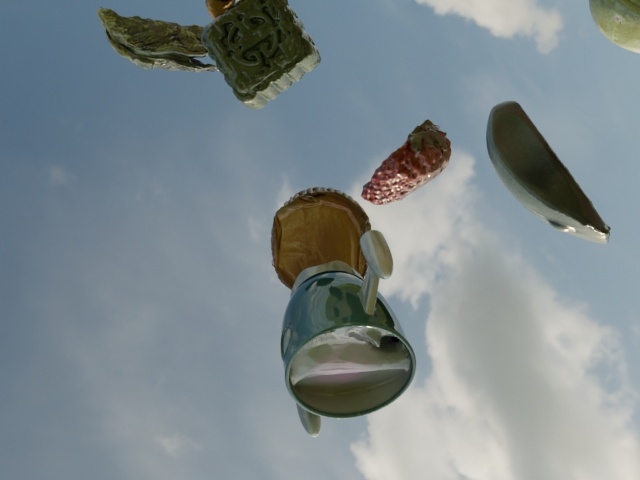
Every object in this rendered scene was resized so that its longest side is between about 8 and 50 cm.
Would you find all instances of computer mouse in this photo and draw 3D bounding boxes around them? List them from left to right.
[{"bbox_3d":[0.418,-0.120,1.321,0.203,0.114,0.373,37,-156,-42],"label":"computer mouse"}]

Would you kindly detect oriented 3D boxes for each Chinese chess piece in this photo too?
[{"bbox_3d":[0.623,-0.463,1.250,0.101,0.250,0.250,64,-172,-68],"label":"Chinese chess piece"}]

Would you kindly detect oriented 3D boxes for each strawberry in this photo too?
[{"bbox_3d":[0.269,-0.211,2.103,0.149,0.336,0.265,43,-137,1],"label":"strawberry"}]

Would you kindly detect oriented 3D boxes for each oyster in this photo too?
[{"bbox_3d":[-0.396,-0.497,1.729,0.351,0.162,0.158,15,-102,-17],"label":"oyster"}]

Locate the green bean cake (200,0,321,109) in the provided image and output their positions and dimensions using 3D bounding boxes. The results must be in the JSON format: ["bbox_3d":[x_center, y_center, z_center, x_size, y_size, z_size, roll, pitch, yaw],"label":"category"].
[{"bbox_3d":[-0.116,-0.374,1.319,0.183,0.185,0.094,59,-169,8],"label":"green bean cake"}]

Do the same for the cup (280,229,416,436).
[{"bbox_3d":[0.025,0.118,0.904,0.168,0.299,0.173,12,-151,-18],"label":"cup"}]

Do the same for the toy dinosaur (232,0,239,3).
[{"bbox_3d":[-0.231,-0.674,1.868,0.039,0.162,0.126,33,-133,-59],"label":"toy dinosaur"}]

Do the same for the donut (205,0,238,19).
[{"bbox_3d":[-0.163,-0.488,1.369,0.140,0.140,0.059,13,-138,-34],"label":"donut"}]

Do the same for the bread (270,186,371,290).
[{"bbox_3d":[0.001,0.000,1.246,0.199,0.199,0.104,41,-172,-10],"label":"bread"}]
